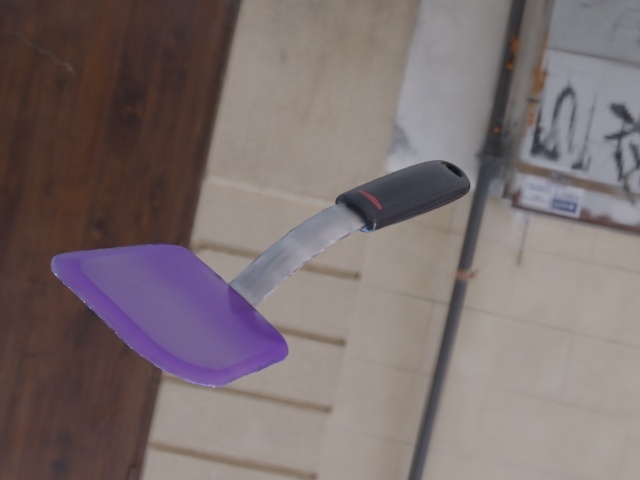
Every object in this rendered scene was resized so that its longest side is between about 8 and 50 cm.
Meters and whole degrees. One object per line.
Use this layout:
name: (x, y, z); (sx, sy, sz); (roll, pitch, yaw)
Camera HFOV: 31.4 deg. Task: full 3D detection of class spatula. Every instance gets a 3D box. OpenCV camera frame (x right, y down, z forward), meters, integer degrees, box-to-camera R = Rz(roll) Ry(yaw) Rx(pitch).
spatula: (0.000, 0.000, 0.551); (0.084, 0.030, 0.296); (41, -143, 18)
